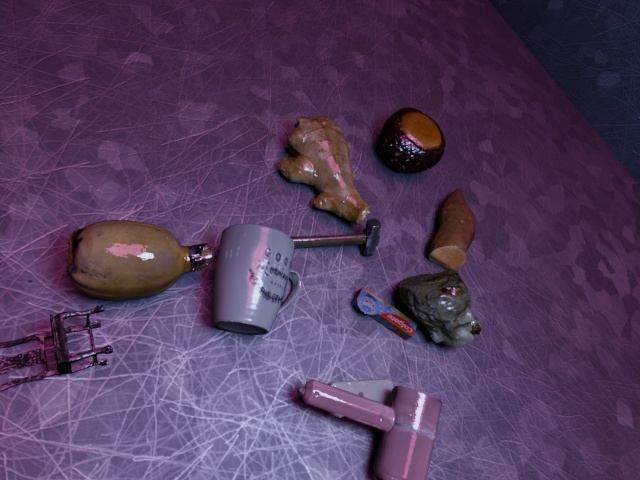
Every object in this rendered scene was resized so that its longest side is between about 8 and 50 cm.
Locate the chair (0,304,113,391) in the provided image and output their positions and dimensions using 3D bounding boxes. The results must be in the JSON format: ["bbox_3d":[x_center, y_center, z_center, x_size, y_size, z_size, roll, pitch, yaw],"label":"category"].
[{"bbox_3d":[-0.550,0.219,0.891,0.229,0.113,0.106,-9,65,-32],"label":"chair"}]

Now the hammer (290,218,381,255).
[{"bbox_3d":[0.000,0.000,1.283,0.366,0.111,0.043,-3,37,-19],"label":"hammer"}]

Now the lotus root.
[{"bbox_3d":[-0.402,0.044,1.010,0.310,0.183,0.182,1,62,-25],"label":"lotus root"}]

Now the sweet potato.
[{"bbox_3d":[0.459,-0.059,1.506,0.131,0.131,0.336,30,56,-7],"label":"sweet potato"}]

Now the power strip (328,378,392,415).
[{"bbox_3d":[0.105,0.399,1.135,0.192,0.035,0.081,5,63,-23],"label":"power strip"}]

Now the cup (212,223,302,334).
[{"bbox_3d":[-0.145,0.115,1.114,0.258,0.187,0.233,29,59,-42],"label":"cup"}]

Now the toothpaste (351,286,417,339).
[{"bbox_3d":[0.178,0.216,1.267,0.193,0.044,0.070,34,56,-4],"label":"toothpaste"}]

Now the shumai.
[{"bbox_3d":[0.345,0.201,1.285,0.256,0.189,0.218,-35,105,-72],"label":"shumai"}]

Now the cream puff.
[{"bbox_3d":[0.314,-0.342,1.569,0.239,0.165,0.238,12,58,-20],"label":"cream puff"}]

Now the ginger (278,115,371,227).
[{"bbox_3d":[0.011,-0.218,1.363,0.236,0.166,0.375,2,53,-32],"label":"ginger"}]

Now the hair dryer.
[{"bbox_3d":[0.103,0.427,1.050,0.353,0.125,0.210,22,69,-8],"label":"hair dryer"}]
